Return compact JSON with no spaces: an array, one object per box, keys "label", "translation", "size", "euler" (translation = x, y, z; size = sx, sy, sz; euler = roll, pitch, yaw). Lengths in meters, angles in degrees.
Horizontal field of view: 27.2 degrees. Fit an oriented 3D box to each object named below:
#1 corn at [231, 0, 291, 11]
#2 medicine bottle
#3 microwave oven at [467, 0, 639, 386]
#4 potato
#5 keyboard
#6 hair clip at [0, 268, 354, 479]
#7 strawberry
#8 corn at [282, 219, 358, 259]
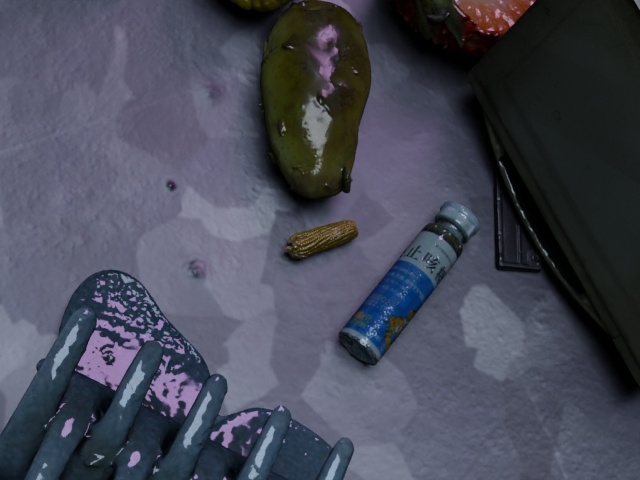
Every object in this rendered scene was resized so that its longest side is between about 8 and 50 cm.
[{"label":"corn","translation":[-0.014,-0.399,1.427],"size":[0.131,0.131,0.344],"euler":[28,61,-4]},{"label":"medicine bottle","translation":[0.091,0.042,1.350],"size":[0.051,0.051,0.191],"euler":[39,68,1]},{"label":"microwave oven","translation":[0.382,-0.093,1.318],"size":[0.247,0.333,0.394],"euler":[-22,78,-28]},{"label":"potato","translation":[-0.005,-0.148,1.367],"size":[0.117,0.090,0.226],"euler":[4,68,-8]},{"label":"keyboard","translation":[0.212,-0.041,1.429],"size":[0.053,0.010,0.155],"euler":[6,71,-11]},{"label":"hair clip","translation":[-0.135,0.222,1.137],"size":[0.318,0.238,0.392],"euler":[29,67,-6]},{"label":"strawberry","translation":[0.174,-0.291,1.459],"size":[0.286,0.106,0.188],"euler":[-21,82,-32]},{"label":"corn","translation":[0.000,0.000,1.354],"size":[0.083,0.027,0.028],"euler":[-17,93,-21]}]
